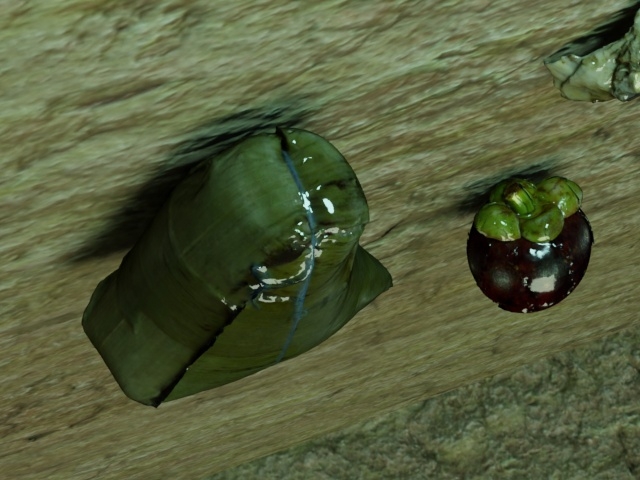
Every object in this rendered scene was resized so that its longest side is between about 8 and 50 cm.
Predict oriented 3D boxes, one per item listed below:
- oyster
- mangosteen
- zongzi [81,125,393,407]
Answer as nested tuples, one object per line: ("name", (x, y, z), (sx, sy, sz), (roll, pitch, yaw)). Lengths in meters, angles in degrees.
("oyster", (0.336, -0.183, 1.693), (0.161, 0.107, 0.233), (-24, 170, -30))
("mangosteen", (0.256, -0.005, 2.104), (0.166, 0.166, 0.180), (-21, 139, -6))
("zongzi", (0.000, 0.000, 1.692), (0.393, 0.174, 0.356), (-12, 159, -36))
